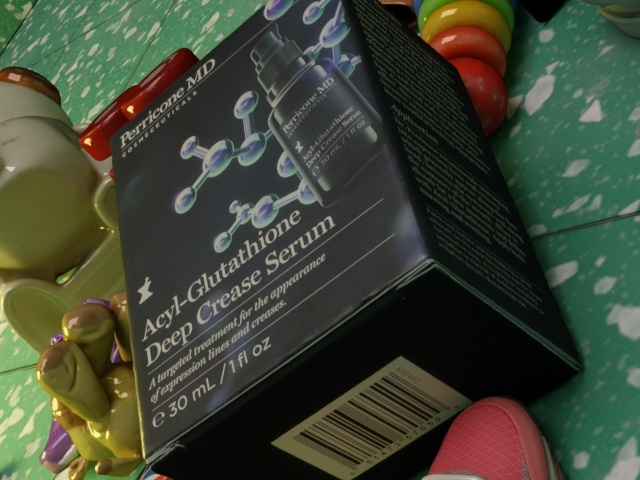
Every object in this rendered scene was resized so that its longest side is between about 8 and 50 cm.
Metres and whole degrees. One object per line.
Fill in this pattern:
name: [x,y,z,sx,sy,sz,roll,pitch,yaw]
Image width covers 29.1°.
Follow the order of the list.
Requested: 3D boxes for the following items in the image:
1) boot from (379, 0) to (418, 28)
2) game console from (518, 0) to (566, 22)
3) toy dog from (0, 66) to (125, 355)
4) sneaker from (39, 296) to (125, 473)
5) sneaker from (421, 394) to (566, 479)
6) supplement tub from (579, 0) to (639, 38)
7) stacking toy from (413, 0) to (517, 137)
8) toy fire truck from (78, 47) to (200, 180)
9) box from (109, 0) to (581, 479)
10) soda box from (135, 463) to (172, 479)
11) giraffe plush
boot: [0.072,-0.350,1.658,0.283,0.109,0.220,-5,54,44]
game console: [0.232,-0.319,1.335,0.071,0.122,0.107,-30,32,33]
toy dog: [-0.416,-0.072,1.704,0.284,0.395,0.408,-55,35,8]
sneaker: [-0.291,0.165,1.488,0.095,0.104,0.236,-36,26,53]
sneaker: [0.077,0.226,0.846,0.116,0.136,0.314,-16,41,45]
supplement tub: [0.262,-0.370,1.128,0.241,0.331,0.241,-35,30,24]
stacking toy: [0.155,-0.237,1.345,0.141,0.141,0.330,-29,37,34]
toy fire truck: [-0.120,-0.156,1.429,0.302,0.169,0.254,-21,27,55]
box: [0.000,0.000,1.084,0.293,0.212,0.395,-37,42,22]
soda box: [-0.153,0.255,1.230,0.169,0.060,0.053,-55,29,-13]
giraffe plush: [-0.228,0.178,1.354,0.181,0.210,0.170,-21,-7,-33]
